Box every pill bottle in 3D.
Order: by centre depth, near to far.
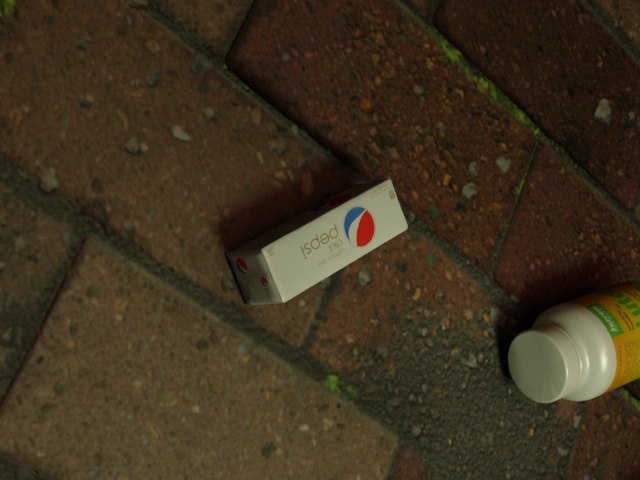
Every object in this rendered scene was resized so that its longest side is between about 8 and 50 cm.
[{"bbox_3d":[0.379,0.146,1.543,0.246,0.136,0.136,-13,94,-39],"label":"pill bottle"}]

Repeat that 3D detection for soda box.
[{"bbox_3d":[0.000,0.000,1.291,0.216,0.074,0.069,-30,104,-37],"label":"soda box"}]
